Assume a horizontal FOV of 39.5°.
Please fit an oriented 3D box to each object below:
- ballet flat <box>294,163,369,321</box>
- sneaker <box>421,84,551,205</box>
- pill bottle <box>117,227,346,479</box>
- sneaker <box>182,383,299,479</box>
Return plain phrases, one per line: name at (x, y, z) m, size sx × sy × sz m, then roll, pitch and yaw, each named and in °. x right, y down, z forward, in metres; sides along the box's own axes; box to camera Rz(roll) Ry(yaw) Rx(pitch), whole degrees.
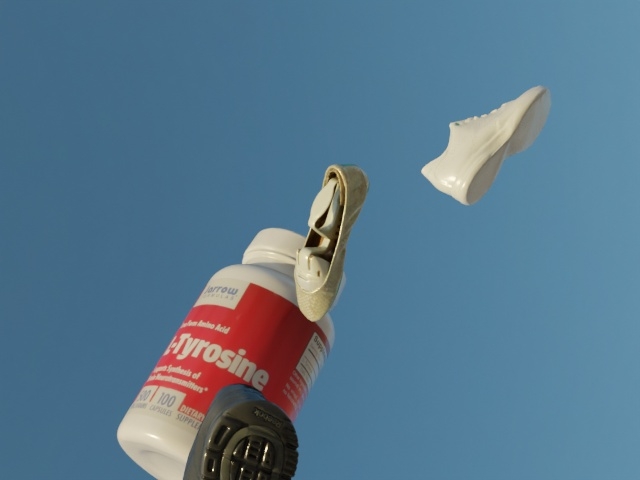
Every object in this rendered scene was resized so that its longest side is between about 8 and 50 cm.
ballet flat at (0.000, 0.000, 0.911) m, size 0.052 × 0.057 × 0.168 m, roll 11°, pitch -82°, yaw -49°
sneaker at (0.219, -0.143, 1.175) m, size 0.212 × 0.094 × 0.080 m, roll -44°, pitch -36°, yaw -22°
pill bottle at (-0.119, 0.188, 1.396) m, size 0.229 × 0.229 × 0.408 m, roll 47°, pitch -124°, yaw -29°
sneaker at (-0.097, 0.273, 0.858) m, size 0.109 × 0.130 × 0.287 m, roll 18°, pitch -84°, yaw -17°
